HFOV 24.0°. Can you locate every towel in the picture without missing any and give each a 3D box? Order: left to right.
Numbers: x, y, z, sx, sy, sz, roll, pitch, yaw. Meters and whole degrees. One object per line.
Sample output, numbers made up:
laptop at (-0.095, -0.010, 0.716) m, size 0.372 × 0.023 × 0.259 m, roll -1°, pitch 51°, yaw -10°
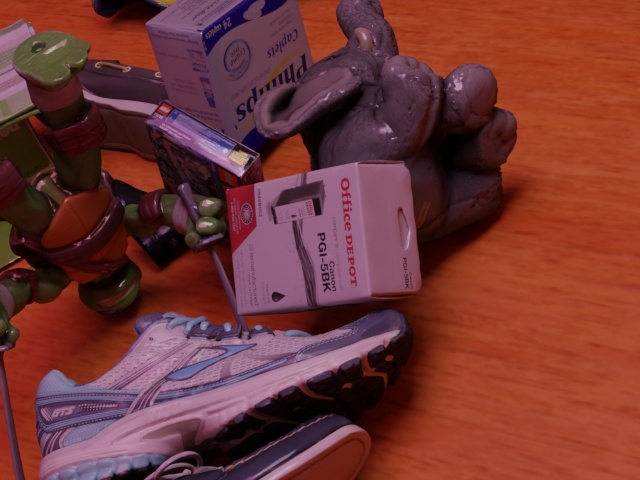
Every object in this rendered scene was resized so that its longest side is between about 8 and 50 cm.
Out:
towel at (-0.305, -0.142, 1.400) m, size 0.113 × 0.023 × 0.152 m, roll -27°, pitch 41°, yaw -3°

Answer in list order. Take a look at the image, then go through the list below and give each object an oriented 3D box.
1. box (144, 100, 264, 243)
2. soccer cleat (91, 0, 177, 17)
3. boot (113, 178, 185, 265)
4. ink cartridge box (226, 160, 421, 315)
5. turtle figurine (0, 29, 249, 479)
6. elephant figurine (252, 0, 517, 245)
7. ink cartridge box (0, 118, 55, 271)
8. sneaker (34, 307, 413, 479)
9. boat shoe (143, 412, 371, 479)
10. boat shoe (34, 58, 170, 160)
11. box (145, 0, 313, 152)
box at (-0.086, -0.046, 1.202) m, size 0.094 × 0.137 × 0.027 m, roll 31°, pitch 68°, yaw 18°
soccer cleat at (-0.112, -0.272, 1.561) m, size 0.289 × 0.093 × 0.121 m, roll 5°, pitch 78°, yaw 26°
boot at (-0.128, -0.038, 1.318) m, size 0.099 × 0.045 × 0.121 m, roll -36°, pitch 47°, yaw -10°
ink cartridge box at (0.000, 0.000, 1.091) m, size 0.135 × 0.056 × 0.099 m, roll -11°, pitch 83°, yaw 43°
turtle figurine at (-0.174, 0.000, 1.130) m, size 0.198 × 0.266 × 0.274 m, roll -13°, pitch 43°, yaw 12°
elephant figurine at (0.031, -0.091, 1.219) m, size 0.186 × 0.169 × 0.239 m, roll -13°, pitch 27°, yaw -35°
ink cartridge box at (-0.337, -0.042, 1.394) m, size 0.189 × 0.097 × 0.255 m, roll -31°, pitch 39°, yaw -8°
sneaker at (-0.076, 0.093, 1.058) m, size 0.283 × 0.110 × 0.122 m, roll -22°, pitch 65°, yaw 0°
boat shoe at (-0.082, 0.192, 1.001) m, size 0.254 × 0.095 × 0.079 m, roll -40°, pitch 52°, yaw -4°
boat shoe at (-0.198, -0.134, 1.440) m, size 0.228 × 0.081 × 0.068 m, roll 19°, pitch 53°, yaw 32°
box at (-0.074, -0.159, 1.337) m, size 0.072 × 0.137 × 0.126 m, roll 15°, pitch 44°, yaw 37°
